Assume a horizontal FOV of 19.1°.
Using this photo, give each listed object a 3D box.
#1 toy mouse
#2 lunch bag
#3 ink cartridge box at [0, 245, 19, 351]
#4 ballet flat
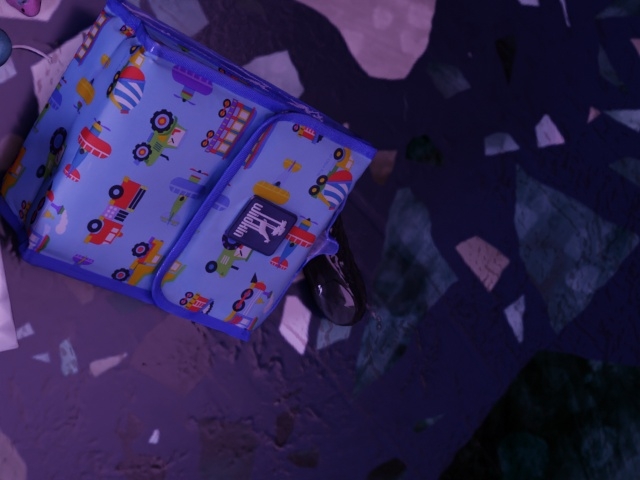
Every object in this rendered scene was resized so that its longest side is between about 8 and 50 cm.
[{"bbox_3d":[-0.290,-0.206,1.694,0.143,0.031,0.161,45,79,-16],"label":"toy mouse"},{"bbox_3d":[-0.107,-0.047,1.701,0.293,0.138,0.221,25,102,-32],"label":"lunch bag"},{"bbox_3d":[-0.394,0.027,1.599,0.232,0.171,0.168,-11,97,-18],"label":"ink cartridge box"},{"bbox_3d":[0.000,0.000,1.809,0.057,0.049,0.173,-16,94,10],"label":"ballet flat"}]
